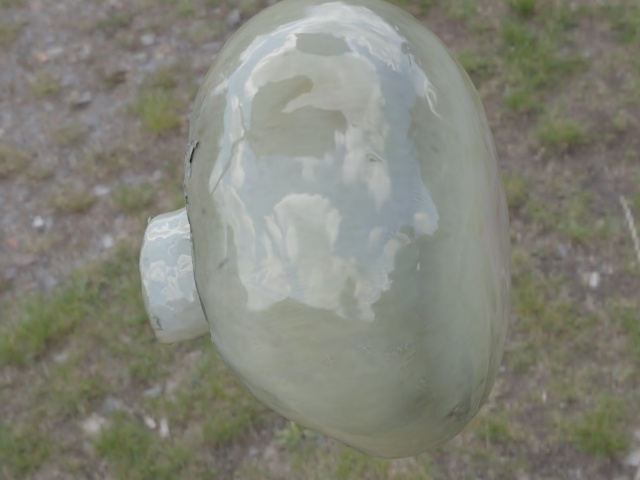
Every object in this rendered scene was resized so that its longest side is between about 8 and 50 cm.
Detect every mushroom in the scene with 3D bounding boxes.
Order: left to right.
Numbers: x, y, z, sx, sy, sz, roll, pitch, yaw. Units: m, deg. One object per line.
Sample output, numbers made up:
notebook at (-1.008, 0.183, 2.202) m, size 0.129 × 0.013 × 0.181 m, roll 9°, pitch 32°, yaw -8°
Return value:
mushroom at (0.000, 0.000, 0.680) m, size 0.202 × 0.246 × 0.246 m, roll -17°, pitch 37°, yaw 16°
